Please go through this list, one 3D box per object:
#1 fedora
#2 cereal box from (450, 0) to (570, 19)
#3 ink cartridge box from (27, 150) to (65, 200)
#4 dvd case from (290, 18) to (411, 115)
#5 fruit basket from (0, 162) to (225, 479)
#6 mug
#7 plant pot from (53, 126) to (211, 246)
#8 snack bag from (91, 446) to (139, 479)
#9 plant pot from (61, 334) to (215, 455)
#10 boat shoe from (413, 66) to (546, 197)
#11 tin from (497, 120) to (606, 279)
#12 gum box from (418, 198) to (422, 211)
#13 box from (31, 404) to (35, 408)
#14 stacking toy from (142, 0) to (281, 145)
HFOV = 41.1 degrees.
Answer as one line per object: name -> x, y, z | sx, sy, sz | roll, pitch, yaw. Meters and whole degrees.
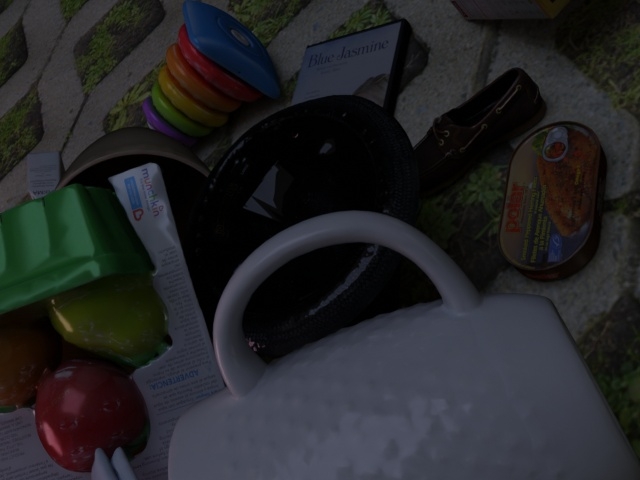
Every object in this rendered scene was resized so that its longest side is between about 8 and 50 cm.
fedora -> 0.000, 0.000, 0.954 | 0.334, 0.152, 0.334 | -21, 49, 27
cereal box -> 0.274, -0.351, 1.065 | 0.173, 0.047, 0.240 | -47, 20, 1
ink cartridge box -> -0.406, 0.006, 1.314 | 0.066, 0.189, 0.232 | -5, 47, -7
dvd case -> 0.030, -0.199, 1.228 | 0.180, 0.022, 0.253 | -8, 56, 35
fruit basket -> -0.262, 0.133, 0.907 | 0.327, 0.165, 0.353 | -20, 89, 12
mug -> 0.060, 0.153, 0.716 | 0.328, 0.374, 0.276 | -28, 9, 12
plant pot -> -0.263, -0.059, 1.226 | 0.256, 0.256, 0.274 | -41, 30, 8
snack bag -> -0.145, 0.413, 0.773 | 0.323, 0.037, 0.343 | 39, 130, 50
plant pot -> -0.217, 0.144, 1.072 | 0.188, 0.205, 0.205 | -28, 45, -2
boat shoe -> 0.169, -0.133, 1.036 | 0.207, 0.073, 0.073 | -37, 45, 14
tin -> 0.253, -0.044, 0.933 | 0.106, 0.040, 0.190 | -2, 59, 33
gum box -> 0.025, 0.017, 1.065 | 0.157, 0.041, 0.184 | 6, 64, 40
box -> -0.412, 0.184, 1.258 | 0.170, 0.091, 0.130 | 28, 80, 46
stacking toy -> -0.217, -0.212, 1.364 | 0.302, 0.175, 0.166 | -47, 36, 22
